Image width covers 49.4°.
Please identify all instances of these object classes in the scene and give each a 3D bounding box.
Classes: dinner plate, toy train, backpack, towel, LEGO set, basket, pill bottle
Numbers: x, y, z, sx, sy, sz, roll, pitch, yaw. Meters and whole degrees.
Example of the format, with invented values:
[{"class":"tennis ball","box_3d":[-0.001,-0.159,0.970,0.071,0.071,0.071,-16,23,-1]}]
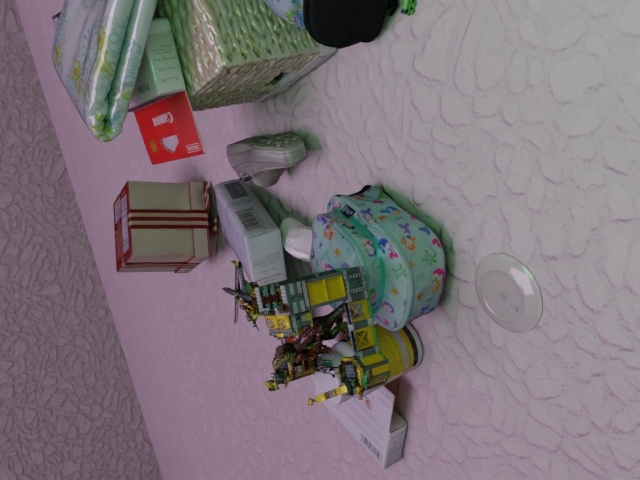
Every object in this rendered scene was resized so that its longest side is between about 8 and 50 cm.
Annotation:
[{"class":"dinner plate","box_3d":[0.306,0.090,1.156,0.141,0.017,0.141,34,135,42]},{"class":"toy train","box_3d":[0.145,-0.399,1.112,0.017,0.023,0.083,45,141,34]},{"class":"backpack","box_3d":[-0.034,-0.525,1.132,0.290,0.273,0.356,107,149,-71]},{"class":"towel","box_3d":[-0.401,-0.417,1.282,0.320,0.090,0.375,52,128,46]},{"class":"LEGO set","box_3d":[-0.052,0.165,1.208,0.331,0.192,0.255,5,103,55]},{"class":"basket","box_3d":[-0.192,-0.448,1.379,0.328,0.266,0.332,-15,97,58]},{"class":"backpack","box_3d":[0.103,0.041,1.293,0.253,0.191,0.225,35,134,36]},{"class":"pill bottle","box_3d":[0.091,0.241,1.389,0.119,0.208,0.119,33,133,44]}]

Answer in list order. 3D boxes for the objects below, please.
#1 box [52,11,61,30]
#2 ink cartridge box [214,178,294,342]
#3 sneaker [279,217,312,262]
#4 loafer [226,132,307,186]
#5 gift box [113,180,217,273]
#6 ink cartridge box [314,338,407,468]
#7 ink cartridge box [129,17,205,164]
[{"class":"box","box_3d":[-0.611,-0.635,1.964,0.270,0.216,0.060,11,115,54]},{"class":"ink cartridge box","box_3d":[-0.165,0.080,1.733,0.308,0.091,0.385,-130,31,-55]},{"class":"sneaker","box_3d":[0.000,0.000,1.528,0.232,0.090,0.115,39,128,32]},{"class":"loafer","box_3d":[-0.116,-0.178,1.575,0.319,0.112,0.112,13,124,63]},{"class":"gift box","box_3d":[-0.448,-0.056,2.023,0.255,0.258,0.277,-21,70,61]},{"class":"ink cartridge box","box_3d":[0.090,0.347,1.599,0.275,0.060,0.239,39,137,41]},{"class":"ink cartridge box","box_3d":[-0.353,-0.282,1.407,0.296,0.066,0.261,1,108,56]}]
